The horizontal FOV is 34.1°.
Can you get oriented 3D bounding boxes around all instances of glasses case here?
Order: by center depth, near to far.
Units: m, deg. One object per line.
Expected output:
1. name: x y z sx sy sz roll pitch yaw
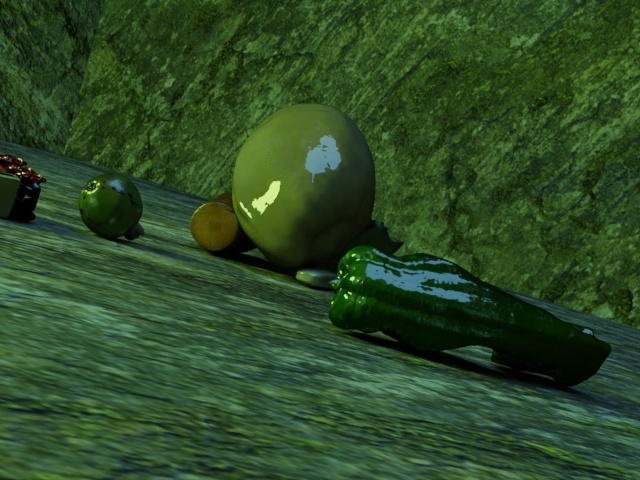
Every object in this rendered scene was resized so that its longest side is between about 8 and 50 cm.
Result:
1. glasses case: -0.001 0.045 1.237 0.032 0.021 0.083 14 2 23

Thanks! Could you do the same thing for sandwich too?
1. sandwich: 0.000 0.000 1.465 0.094 0.096 0.258 21 -2 -38

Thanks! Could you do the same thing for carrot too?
1. carrot: -0.120 -0.023 1.362 0.087 0.087 0.193 16 6 14

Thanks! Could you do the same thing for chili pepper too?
1. chili pepper: 0.129 0.068 0.905 0.253 0.084 0.099 19 -8 -14

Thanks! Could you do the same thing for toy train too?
1. toy train: -0.337 -0.061 1.070 0.087 0.050 0.138 15 10 -34

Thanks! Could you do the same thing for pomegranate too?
1. pomegranate: -0.226 -0.035 1.131 0.073 0.073 0.084 16 -15 8

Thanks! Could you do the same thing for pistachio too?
1. pistachio: -0.020 -0.070 1.312 0.181 0.162 0.293 15 39 -5
